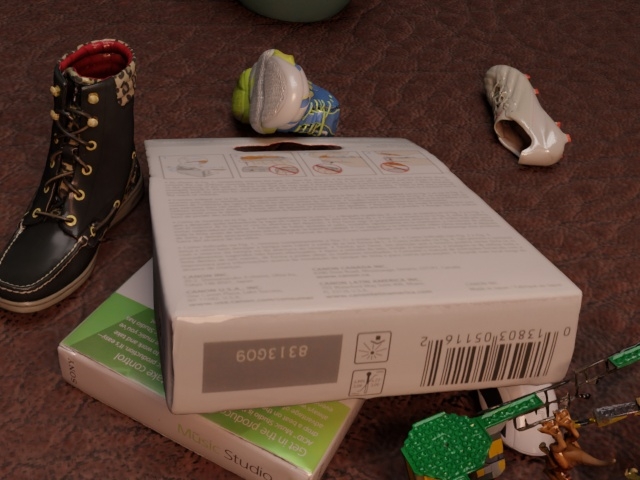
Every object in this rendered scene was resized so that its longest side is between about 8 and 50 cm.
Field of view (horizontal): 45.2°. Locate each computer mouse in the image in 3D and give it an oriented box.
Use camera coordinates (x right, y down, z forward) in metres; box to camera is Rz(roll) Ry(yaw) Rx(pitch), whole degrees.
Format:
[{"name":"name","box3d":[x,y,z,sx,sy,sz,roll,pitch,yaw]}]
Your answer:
[{"name":"computer mouse","box3d":[0.170,0.105,0.702,0.106,0.042,0.193,6,41,-23]}]

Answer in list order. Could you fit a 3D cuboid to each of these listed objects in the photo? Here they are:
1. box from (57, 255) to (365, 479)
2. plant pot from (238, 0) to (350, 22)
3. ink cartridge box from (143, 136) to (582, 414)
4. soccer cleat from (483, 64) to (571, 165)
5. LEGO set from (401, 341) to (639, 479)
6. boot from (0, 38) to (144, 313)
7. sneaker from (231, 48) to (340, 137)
[{"name":"box","box3d":[-0.042,0.058,0.708,0.232,0.058,0.322,24,41,15]},{"name":"plant pot","box3d":[-0.037,-0.484,1.186,0.293,0.235,0.293,6,42,-5]},{"name":"ink cartridge box","box3d":[0.000,0.000,0.705,0.308,0.091,0.385,-2,25,-15]},{"name":"soccer cleat","box3d":[0.257,-0.172,1.027,0.076,0.068,0.196,-8,47,-16]},{"name":"LEGO set","box3d":[0.228,0.214,0.533,0.331,0.192,0.255,-24,32,-16]},{"name":"boot","box3d":[-0.235,-0.065,0.709,0.085,0.178,0.236,17,40,6]},{"name":"sneaker","box3d":[-0.022,-0.162,0.884,0.126,0.091,0.240,10,10,-18]}]
